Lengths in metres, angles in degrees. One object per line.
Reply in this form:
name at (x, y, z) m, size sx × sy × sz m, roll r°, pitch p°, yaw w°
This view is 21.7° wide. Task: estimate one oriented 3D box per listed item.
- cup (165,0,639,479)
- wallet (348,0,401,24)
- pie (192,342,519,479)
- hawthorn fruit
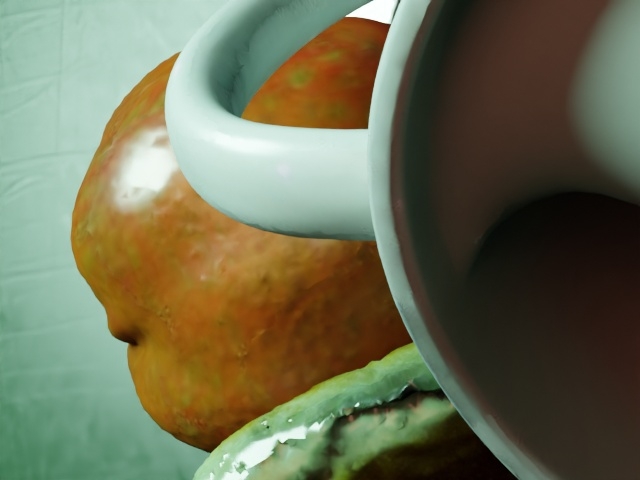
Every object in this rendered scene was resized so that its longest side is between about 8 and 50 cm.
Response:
cup at (0.134, -0.070, 0.503) m, size 0.357 × 0.274 × 0.259 m, roll 2°, pitch 124°, yaw 25°
wallet at (0.009, -0.083, 0.758) m, size 0.044 × 0.011 × 0.083 m, roll 19°, pitch 87°, yaw 30°
pie at (0.054, 0.141, 0.591) m, size 0.240 × 0.054 × 0.240 m, roll -2°, pitch 107°, yaw -6°
hawthorn fruit at (0.000, 0.000, 0.651) m, size 0.189 × 0.189 × 0.189 m, roll -7°, pitch 76°, yaw 27°
